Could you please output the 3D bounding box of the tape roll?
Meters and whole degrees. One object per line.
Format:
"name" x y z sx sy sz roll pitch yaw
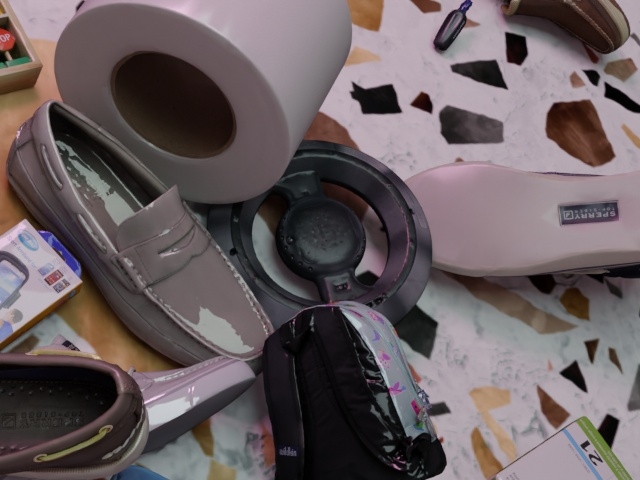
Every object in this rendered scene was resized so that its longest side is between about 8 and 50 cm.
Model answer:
"tape roll" -0.110 -0.179 1.376 0.246 0.246 0.169 31 52 -5

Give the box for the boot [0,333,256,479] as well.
"boot" -0.189 0.127 1.230 0.258 0.095 0.123 -23 72 -30

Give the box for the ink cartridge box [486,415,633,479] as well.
"ink cartridge box" 0.194 0.307 1.307 0.255 0.097 0.188 -26 74 -36

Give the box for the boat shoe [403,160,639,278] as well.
"boat shoe" 0.243 -0.006 1.531 0.341 0.158 0.127 2 74 6

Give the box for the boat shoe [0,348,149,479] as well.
"boat shoe" -0.299 0.141 1.112 0.324 0.096 0.116 -3 64 -3

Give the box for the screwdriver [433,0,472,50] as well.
"screwdriver" 0.185 -0.293 1.694 0.025 0.024 0.170 44 74 -28

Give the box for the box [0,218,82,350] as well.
"box" -0.279 0.042 1.275 0.136 0.028 0.081 -40 81 -26

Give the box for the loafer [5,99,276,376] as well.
"loafer" -0.161 0.001 1.318 0.319 0.111 0.112 42 51 4

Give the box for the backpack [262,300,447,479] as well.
"backpack" 0.023 0.145 1.295 0.115 0.152 0.182 6 62 -69

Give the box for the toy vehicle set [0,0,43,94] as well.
"toy vehicle set" -0.421 -0.193 1.364 0.267 0.035 0.166 -20 71 -34

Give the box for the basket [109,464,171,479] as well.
"basket" -0.056 0.313 1.125 0.255 0.201 0.289 24 21 -20

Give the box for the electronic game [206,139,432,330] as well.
"electronic game" 0.000 0.000 1.428 0.229 0.048 0.229 5 62 -9

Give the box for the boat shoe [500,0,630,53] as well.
"boat shoe" 0.258 -0.306 1.752 0.257 0.095 0.095 41 76 1
